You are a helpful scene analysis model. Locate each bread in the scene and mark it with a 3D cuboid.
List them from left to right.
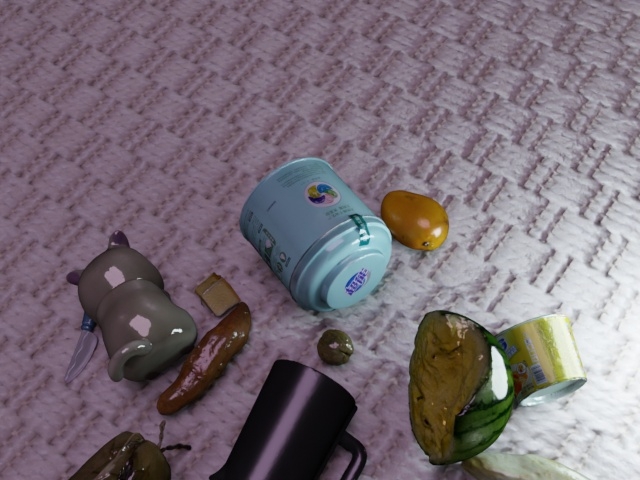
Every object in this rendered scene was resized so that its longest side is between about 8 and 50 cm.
[{"bbox_3d":[-0.269,0.138,2.163,0.084,0.080,0.109,-39,18,-13],"label":"bread"}]

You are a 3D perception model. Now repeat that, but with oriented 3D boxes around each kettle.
[{"bbox_3d":[-0.060,0.456,1.851,0.203,0.262,0.308,-3,50,49],"label":"kettle"}]

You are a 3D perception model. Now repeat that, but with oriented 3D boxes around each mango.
[{"bbox_3d":[0.235,-0.058,2.185,0.145,0.112,0.219,-35,47,-15],"label":"mango"}]

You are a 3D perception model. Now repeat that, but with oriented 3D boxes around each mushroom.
[{"bbox_3d":[0.465,0.509,1.784,0.333,0.087,0.107,22,62,24],"label":"mushroom"}]

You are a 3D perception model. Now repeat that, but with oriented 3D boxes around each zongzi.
[{"bbox_3d":[-0.570,0.559,1.800,0.467,0.218,0.499,9,58,13],"label":"zongzi"}]

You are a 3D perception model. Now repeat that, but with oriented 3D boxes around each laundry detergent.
[{"bbox_3d":[0.000,0.000,2.064,0.287,0.287,0.305,-32,58,-14],"label":"laundry detergent"}]

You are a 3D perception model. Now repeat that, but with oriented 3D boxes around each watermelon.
[{"bbox_3d":[0.312,0.321,1.816,0.190,0.330,0.330,5,56,-6],"label":"watermelon"}]

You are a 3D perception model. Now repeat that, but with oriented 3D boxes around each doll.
[{"bbox_3d":[-0.449,0.177,2.054,0.215,0.226,0.370,-43,49,9],"label":"doll"}]

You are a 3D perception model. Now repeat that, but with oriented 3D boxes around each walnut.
[{"bbox_3d":[0.034,0.254,2.014,0.092,0.092,0.092,-3,56,5],"label":"walnut"}]

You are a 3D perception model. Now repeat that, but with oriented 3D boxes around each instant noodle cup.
[{"bbox_3d":[0.487,0.269,1.880,0.205,0.205,0.152,-16,62,-4],"label":"instant noodle cup"}]

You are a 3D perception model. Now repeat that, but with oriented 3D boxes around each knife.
[{"bbox_3d":[-0.587,0.244,2.134,0.058,0.032,0.244,7,62,2],"label":"knife"}]

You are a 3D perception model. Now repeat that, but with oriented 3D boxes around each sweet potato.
[{"bbox_3d":[-0.259,0.274,2.025,0.106,0.095,0.354,-9,37,53],"label":"sweet potato"}]
